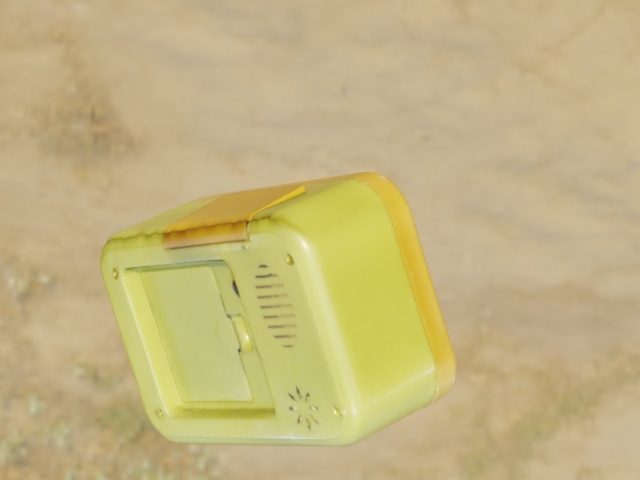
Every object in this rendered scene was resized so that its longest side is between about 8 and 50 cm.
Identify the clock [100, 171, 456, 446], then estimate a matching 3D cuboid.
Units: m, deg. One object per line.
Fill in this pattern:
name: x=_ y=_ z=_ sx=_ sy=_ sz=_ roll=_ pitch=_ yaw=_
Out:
clock: x=-0.027 y=0.042 z=1.107 sx=0.096 sy=0.143 sz=0.202 roll=-21 pitch=-170 yaw=-38
